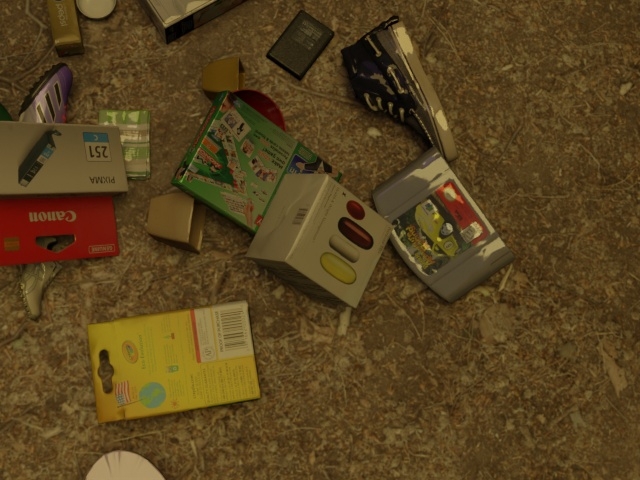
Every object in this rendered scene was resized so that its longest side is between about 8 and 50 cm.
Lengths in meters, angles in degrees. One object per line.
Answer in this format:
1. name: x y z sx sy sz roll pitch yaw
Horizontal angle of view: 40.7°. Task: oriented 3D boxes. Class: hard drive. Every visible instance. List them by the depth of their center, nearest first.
1. hard drive: -0.044 -0.433 1.909 0.094 0.022 0.135 35 76 1

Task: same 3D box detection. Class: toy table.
1. toy table: -0.344 0.526 1.603 0.252 0.161 0.275 -7 79 -8

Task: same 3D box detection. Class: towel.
1. towel: -0.415 -0.203 1.814 0.113 0.023 0.152 0 78 -8

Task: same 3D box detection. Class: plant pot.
1. plant pot: -0.296 -0.041 1.759 0.096 0.109 0.109 5 78 6
2. plant pot: -0.209 -0.338 1.843 0.083 0.081 0.082 -2 78 5

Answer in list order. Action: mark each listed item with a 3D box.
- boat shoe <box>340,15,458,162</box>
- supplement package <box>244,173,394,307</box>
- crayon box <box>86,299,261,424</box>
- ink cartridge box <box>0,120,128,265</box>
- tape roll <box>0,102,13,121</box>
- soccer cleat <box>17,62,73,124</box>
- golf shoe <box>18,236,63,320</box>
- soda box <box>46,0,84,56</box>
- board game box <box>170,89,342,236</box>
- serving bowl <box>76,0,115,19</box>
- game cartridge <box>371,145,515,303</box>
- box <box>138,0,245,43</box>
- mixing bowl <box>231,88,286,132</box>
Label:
1. boat shoe: 0.166 -0.303 1.874 0.158 0.127 0.341 -24 82 5
2. supplement package: 0.000 0.000 1.718 0.203 0.149 0.194 35 74 -33
3. crayon box: -0.288 0.240 1.709 0.318 0.081 0.202 -7 79 -9
4. ink cartridge box: -0.507 -0.092 1.657 0.296 0.066 0.261 -6 86 -48
5. tape roll: -0.750 -0.161 1.683 0.321 0.077 0.322 -3 76 12
6. soccer cleat: -0.568 -0.208 1.756 0.116 0.108 0.318 26 80 -3
7. golf shoe: -0.558 0.070 1.720 0.085 0.069 0.176 -4 80 -14
8. soda box: -0.549 -0.488 1.836 0.058 0.061 0.181 -11 80 -10
9. board game box: -0.122 -0.127 1.749 0.317 0.046 0.214 34 75 -30
10. serving bowl: -0.485 -0.514 1.867 0.083 0.027 0.083 2 78 -7
11. game cartridge: 0.247 -0.025 1.815 0.196 0.060 0.294 -36 90 10
12. box: -0.257 -0.578 1.879 0.289 0.087 0.169 -31 84 -12
13. mixing bowl: -0.172 -0.220 1.795 0.181 0.098 0.182 -2 93 -33
